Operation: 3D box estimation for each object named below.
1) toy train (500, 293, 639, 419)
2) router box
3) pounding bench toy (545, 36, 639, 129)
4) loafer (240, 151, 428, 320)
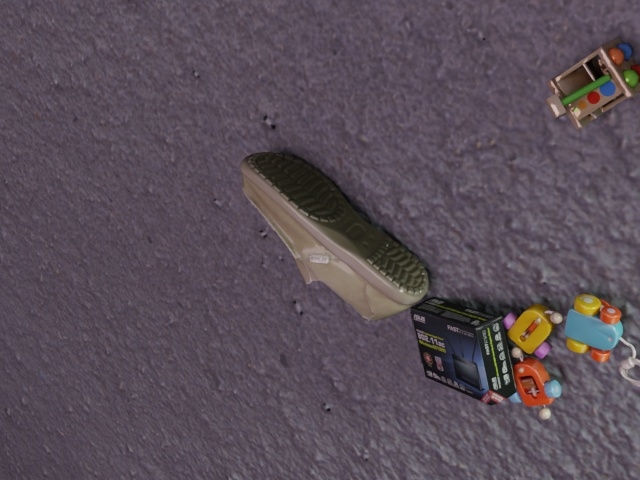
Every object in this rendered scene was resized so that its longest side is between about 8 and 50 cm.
[{"bbox_3d":[0.259,0.115,0.841,0.166,0.046,0.125,-26,95,45],"label":"toy train"},{"bbox_3d":[0.157,0.121,0.895,0.122,0.038,0.092,12,119,60],"label":"router box"},{"bbox_3d":[0.241,-0.136,0.705,0.065,0.083,0.052,-33,89,43],"label":"pounding bench toy"},{"bbox_3d":[0.000,0.000,0.946,0.268,0.102,0.092,42,124,14],"label":"loafer"}]
